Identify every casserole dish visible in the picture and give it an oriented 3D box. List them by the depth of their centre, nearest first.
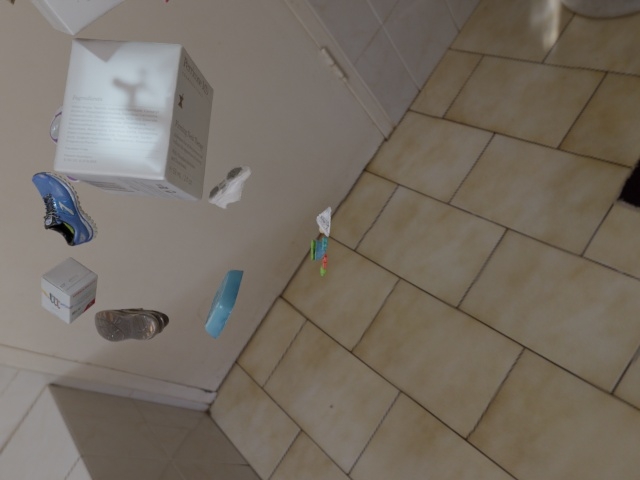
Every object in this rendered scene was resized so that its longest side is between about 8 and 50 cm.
[{"bbox_3d":[-0.219,0.136,1.074,0.114,0.037,0.188,-58,14,26],"label":"casserole dish"}]

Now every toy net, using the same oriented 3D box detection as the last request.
[{"bbox_3d":[0.000,0.000,1.378,0.045,0.232,0.122,3,51,-3],"label":"toy net"}]

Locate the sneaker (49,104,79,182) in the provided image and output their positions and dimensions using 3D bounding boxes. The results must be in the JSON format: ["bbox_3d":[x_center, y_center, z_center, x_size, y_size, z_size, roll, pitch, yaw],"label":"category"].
[{"bbox_3d":[-0.909,-0.356,1.781,0.114,0.152,0.304,-16,86,19],"label":"sneaker"}]

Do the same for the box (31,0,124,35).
[{"bbox_3d":[-0.692,-0.714,1.328,0.215,0.168,0.345,-42,41,-11],"label":"box"}]

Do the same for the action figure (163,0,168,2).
[{"bbox_3d":[-0.187,-0.552,0.735,0.248,0.276,0.369,24,104,26],"label":"action figure"}]

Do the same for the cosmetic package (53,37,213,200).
[{"bbox_3d":[-0.549,-0.351,1.462,0.328,0.329,0.393,5,85,4],"label":"cosmetic package"}]

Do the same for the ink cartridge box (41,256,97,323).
[{"bbox_3d":[-0.884,0.176,1.675,0.128,0.127,0.176,-52,-6,-50],"label":"ink cartridge box"}]

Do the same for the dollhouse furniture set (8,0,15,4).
[{"bbox_3d":[-0.654,-0.569,1.037,0.114,0.081,0.090,157,127,-73],"label":"dollhouse furniture set"}]

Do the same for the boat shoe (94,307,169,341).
[{"bbox_3d":[-0.769,0.342,1.943,0.356,0.130,0.132,2,95,26],"label":"boat shoe"}]

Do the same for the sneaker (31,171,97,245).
[{"bbox_3d":[-1.049,-0.123,1.912,0.130,0.329,0.147,-23,15,31],"label":"sneaker"}]

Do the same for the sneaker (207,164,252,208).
[{"bbox_3d":[-0.364,-0.225,2.014,0.232,0.115,0.090,-38,42,17],"label":"sneaker"}]
